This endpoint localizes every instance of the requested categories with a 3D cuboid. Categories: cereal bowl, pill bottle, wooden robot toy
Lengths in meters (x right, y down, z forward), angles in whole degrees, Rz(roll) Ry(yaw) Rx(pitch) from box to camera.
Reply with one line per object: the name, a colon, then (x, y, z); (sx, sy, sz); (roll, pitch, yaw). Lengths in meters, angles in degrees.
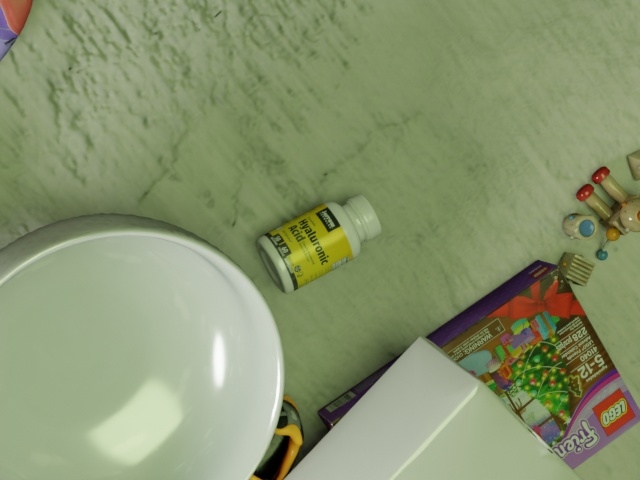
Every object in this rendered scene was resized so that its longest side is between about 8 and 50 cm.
cereal bowl: (-0.211, 0.126, 1.478); (0.339, 0.141, 0.339); (-10, 113, -24)
pill bottle: (0.000, 0.000, 1.582); (0.116, 0.065, 0.065); (-29, 103, -12)
wooden robot toy: (0.314, -0.028, 1.661); (0.076, 0.079, 0.173); (43, 84, -16)

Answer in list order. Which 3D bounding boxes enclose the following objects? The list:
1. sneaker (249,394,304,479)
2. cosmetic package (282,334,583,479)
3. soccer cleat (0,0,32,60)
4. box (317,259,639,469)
sneaker: (-0.085, 0.253, 1.579); (0.084, 0.083, 0.215); (27, 90, -19)
cosmetic package: (0.059, 0.298, 1.519); (0.365, 0.155, 0.197); (-46, 114, -5)
soccer cleat: (-0.380, -0.236, 1.368); (0.318, 0.109, 0.116); (17, 95, -52)
box: (0.172, 0.183, 1.655); (0.293, 0.057, 0.201); (-34, 105, -9)
